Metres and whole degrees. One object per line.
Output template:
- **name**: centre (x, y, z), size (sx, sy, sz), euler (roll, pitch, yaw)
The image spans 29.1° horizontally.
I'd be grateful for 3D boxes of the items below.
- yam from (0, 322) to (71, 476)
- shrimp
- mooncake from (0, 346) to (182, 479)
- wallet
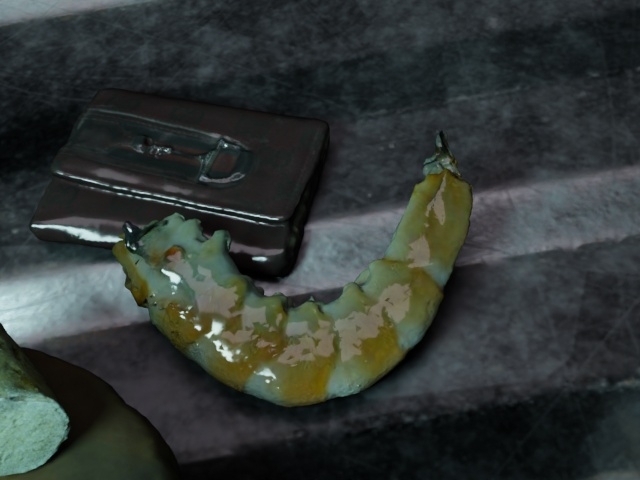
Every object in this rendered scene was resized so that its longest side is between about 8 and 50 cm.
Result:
- **yam**: centre (-0.234, 0.073, 0.776), size (0.078, 0.078, 0.179), euler (-35, 56, -20)
- **shrimp**: centre (-0.004, 0.032, 0.959), size (0.287, 0.068, 0.185), euler (-20, 73, 0)
- **mooncake**: centre (-0.218, 0.219, 0.797), size (0.290, 0.161, 0.290), euler (-3, 50, 3)
- **wallet**: centre (-0.116, -0.056, 1.076), size (0.229, 0.049, 0.182), euler (10, 52, 10)
